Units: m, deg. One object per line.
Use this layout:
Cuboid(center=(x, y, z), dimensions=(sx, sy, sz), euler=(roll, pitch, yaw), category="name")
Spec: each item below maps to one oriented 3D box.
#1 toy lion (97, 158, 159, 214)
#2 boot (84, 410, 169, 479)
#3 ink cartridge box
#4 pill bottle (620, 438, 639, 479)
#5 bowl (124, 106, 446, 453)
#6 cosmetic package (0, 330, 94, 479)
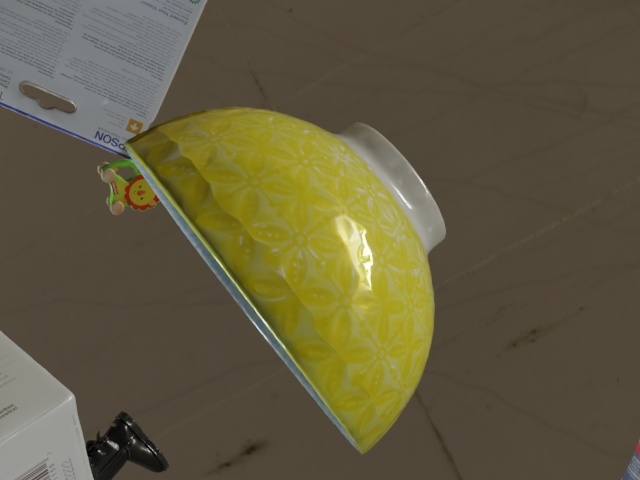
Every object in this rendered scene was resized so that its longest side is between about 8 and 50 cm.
Cuboid(center=(-0.309, -0.091, 1.424), dimensions=(0.096, 0.100, 0.034), euler=(-20, -143, -17), category="toy lion")
Cuboid(center=(-0.275, 0.304, 1.176), dimensions=(0.045, 0.121, 0.099), euler=(5, -135, 49), category="boot")
Cuboid(center=(-0.371, -0.332, 1.317), dimensions=(0.330, 0.324, 0.071), euler=(-60, -164, 24), category="ink cartridge box")
Cuboid(center=(0.337, 0.291, 0.855), dimensions=(0.108, 0.108, 0.180), euler=(25, -81, 24), category="pill bottle")
Cuboid(center=(0.000, 0.000, 0.657), dimensions=(0.156, 0.289, 0.289), euler=(-38, -116, -7), category="bowl")
Cuboid(center=(-0.474, 0.196, 1.052), dimensions=(0.453, 0.230, 0.161), euler=(29, -135, 33), category="cosmetic package")
